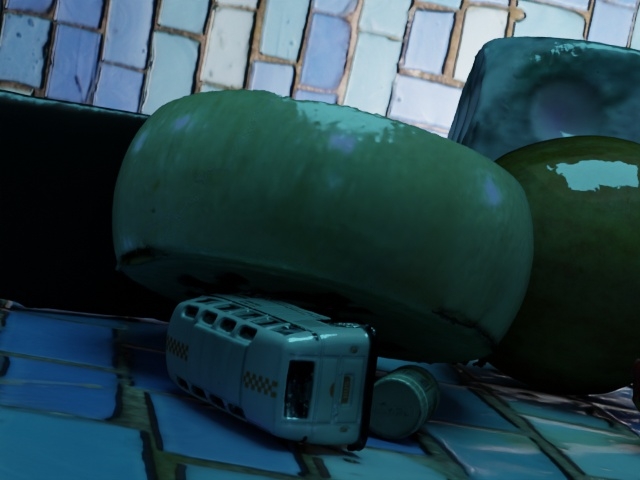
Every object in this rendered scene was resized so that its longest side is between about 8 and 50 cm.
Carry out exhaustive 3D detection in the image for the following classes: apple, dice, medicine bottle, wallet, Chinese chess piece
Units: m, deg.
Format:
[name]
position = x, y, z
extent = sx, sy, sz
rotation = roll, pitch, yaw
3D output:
[apple]
position = 0.240, 0.016, 1.421
extent = 0.234, 0.256, 0.257
rotation = 24, 5, 4
[dice]
position = 0.298, -0.042, 1.714
extent = 0.348, 0.330, 0.328
rotation = 11, -2, 0
[medicine bottle]
position = 0.060, 0.119, 1.094
extent = 0.047, 0.047, 0.083
rotation = 12, 5, 12
[wallet]
position = -0.181, -0.025, 1.358
extent = 0.378, 0.197, 0.051
rotation = 7, 14, -31
[Chinese chess piece]
position = 0.000, 0.000, 1.231
extent = 0.349, 0.146, 0.349
rotation = 12, -13, 3

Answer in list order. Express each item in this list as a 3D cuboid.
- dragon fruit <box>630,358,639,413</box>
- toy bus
[dragon fruit]
position = 0.332, 0.154, 1.188
extent = 0.190, 0.094, 0.094
rotation = 37, 17, 26
[toy bus]
position = -0.041, 0.085, 1.043
extent = 0.089, 0.087, 0.194
rotation = 3, 7, -33
